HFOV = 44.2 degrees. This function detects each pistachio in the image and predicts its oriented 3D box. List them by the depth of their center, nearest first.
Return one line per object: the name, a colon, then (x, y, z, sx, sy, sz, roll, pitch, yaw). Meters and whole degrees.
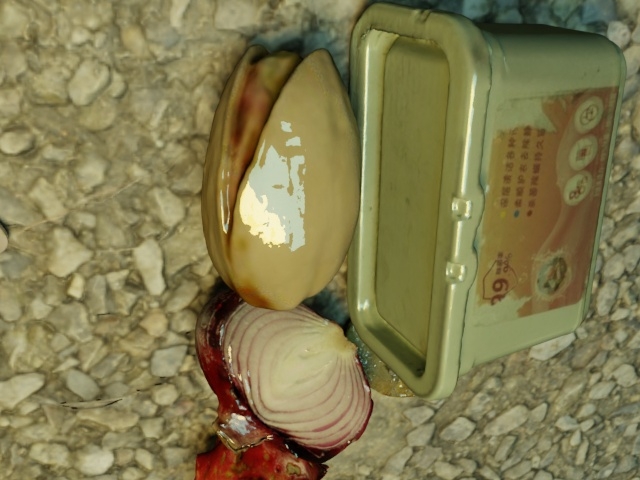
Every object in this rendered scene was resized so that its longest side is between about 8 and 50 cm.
pistachio: (-0.033, -0.048, 0.641, 0.144, 0.144, 0.215, -3, 106, -15)

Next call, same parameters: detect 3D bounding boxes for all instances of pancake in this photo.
pancake: (0.099, 0.101, 0.827, 0.158, 0.028, 0.158, -6, 119, -10)

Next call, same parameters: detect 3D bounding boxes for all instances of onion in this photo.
onion: (-0.051, 0.129, 0.749, 0.151, 0.098, 0.206, -44, 117, -21)

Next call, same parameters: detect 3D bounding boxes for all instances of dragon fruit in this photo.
dragon fruit: (-0.082, 0.227, 0.804, 0.153, 0.153, 0.111, -27, 79, -2)

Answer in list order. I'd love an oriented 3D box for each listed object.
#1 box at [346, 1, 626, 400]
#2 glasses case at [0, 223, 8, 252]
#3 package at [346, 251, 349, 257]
box: (0.140, -0.043, 0.679, 0.182, 0.175, 0.311, -10, 114, -23)
glasses case: (-0.302, 0.010, 0.658, 0.083, 0.021, 0.032, -25, 124, -3)
package: (0.000, 0.000, 0.741, 0.083, 0.029, 0.059, -19, 114, -19)
